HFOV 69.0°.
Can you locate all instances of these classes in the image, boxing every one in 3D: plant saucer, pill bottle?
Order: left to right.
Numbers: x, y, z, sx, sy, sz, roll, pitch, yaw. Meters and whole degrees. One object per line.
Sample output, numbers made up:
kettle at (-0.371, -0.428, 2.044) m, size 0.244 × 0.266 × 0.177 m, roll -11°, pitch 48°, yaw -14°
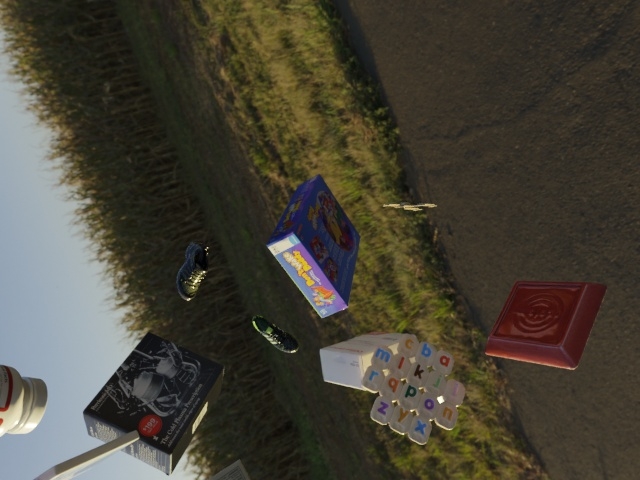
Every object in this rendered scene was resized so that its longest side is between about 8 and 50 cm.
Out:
pill bottle at (-1.047, 0.470, 1.362) m, size 0.408 × 0.229 × 0.229 m, roll 35°, pitch -166°, yaw -52°
plant saucer at (0.582, 0.201, 1.236) m, size 0.047 × 0.259 × 0.258 m, roll 46°, pitch 154°, yaw -22°

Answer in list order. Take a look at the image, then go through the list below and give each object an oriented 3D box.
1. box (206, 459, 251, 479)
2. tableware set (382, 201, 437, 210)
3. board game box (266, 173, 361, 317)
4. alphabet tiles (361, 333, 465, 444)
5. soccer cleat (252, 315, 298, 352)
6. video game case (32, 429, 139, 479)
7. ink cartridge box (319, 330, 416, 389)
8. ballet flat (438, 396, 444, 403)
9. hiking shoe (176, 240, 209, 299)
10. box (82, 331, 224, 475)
box at (-0.145, 0.582, 0.826) m, size 0.121 × 0.148 × 0.311 m, roll -46°, pitch 68°, yaw 32°
tableware set at (0.309, -0.119, 1.623) m, size 0.141 × 0.169 × 0.020 m, roll -179°, pitch 89°, yaw -68°
board game box at (0.000, 0.000, 1.215) m, size 0.233 × 0.078 × 0.347 m, roll 55°, pitch -155°, yaw -19°
alphabet tiles at (0.268, 0.421, 1.343) m, size 0.284 × 0.277 × 0.021 m, roll 25°, pitch 151°, yaw 8°
soccer cleat at (-0.151, 0.306, 1.518) m, size 0.179 × 0.060 × 0.072 m, roll 33°, pitch 169°, yaw 12°
video game case at (-0.579, 0.533, 1.093) m, size 0.026 × 0.206 × 0.227 m, roll 60°, pitch -160°, yaw 15°
ink cartridge box at (0.168, 0.403, 1.598) m, size 0.207 × 0.283 × 0.117 m, roll -6°, pitch 91°, yaw 49°
ballet flat at (0.481, 0.596, 1.914) m, size 0.087 × 0.083 × 0.247 m, roll -101°, pitch -12°, yaw -46°
hiking shoe at (-0.472, 0.118, 1.737) m, size 0.114 × 0.086 × 0.226 m, roll 15°, pitch 94°, yaw 54°
box at (-0.550, 0.541, 1.580) m, size 0.313 × 0.343 × 0.178 m, roll 22°, pitch 132°, yaw 6°
